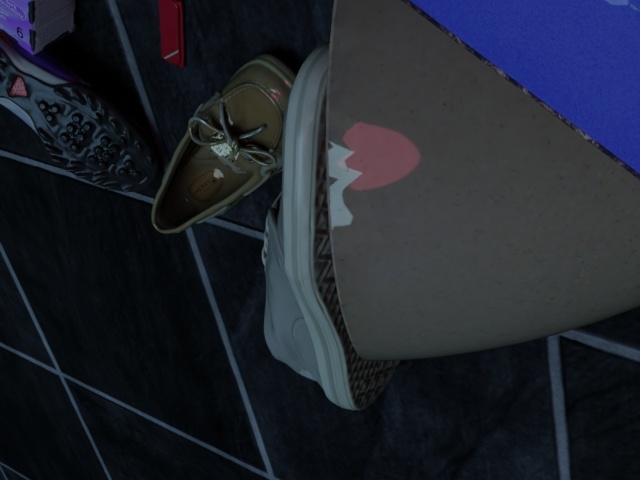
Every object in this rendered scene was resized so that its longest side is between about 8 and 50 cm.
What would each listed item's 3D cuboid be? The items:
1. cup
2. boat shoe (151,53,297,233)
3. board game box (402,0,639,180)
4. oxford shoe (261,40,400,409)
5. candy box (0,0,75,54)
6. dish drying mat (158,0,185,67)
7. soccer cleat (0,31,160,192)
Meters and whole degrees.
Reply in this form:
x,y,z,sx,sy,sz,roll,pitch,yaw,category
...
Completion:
x,y,z,sx,sy,sz,roll,pitch,yaw,category
0.154,-0.079,0.682,0.237,0.331,0.331,3,131,14,cup
-0.095,-0.085,1.094,0.104,0.089,0.285,45,145,3,boat shoe
0.209,-0.173,0.504,0.232,0.291,0.141,40,146,10,board game box
0.000,0.000,1.022,0.130,0.169,0.449,28,147,27,oxford shoe
-0.341,-0.324,1.130,0.165,0.070,0.196,36,145,15,candy box
-0.153,-0.217,1.096,0.032,0.008,0.083,32,143,22,dish drying mat
-0.317,-0.177,1.248,0.318,0.116,0.108,33,118,-9,soccer cleat
